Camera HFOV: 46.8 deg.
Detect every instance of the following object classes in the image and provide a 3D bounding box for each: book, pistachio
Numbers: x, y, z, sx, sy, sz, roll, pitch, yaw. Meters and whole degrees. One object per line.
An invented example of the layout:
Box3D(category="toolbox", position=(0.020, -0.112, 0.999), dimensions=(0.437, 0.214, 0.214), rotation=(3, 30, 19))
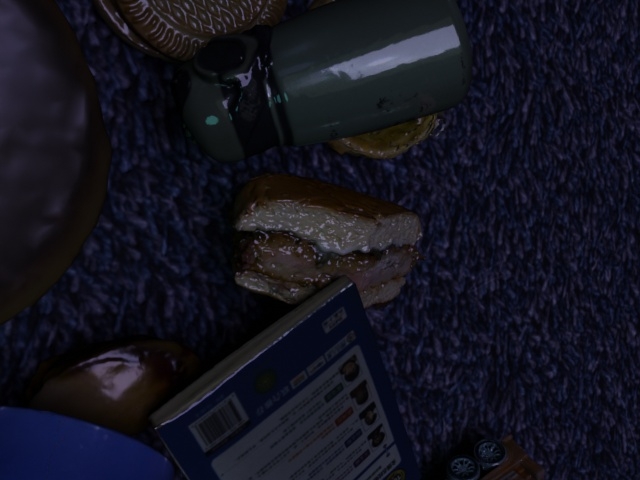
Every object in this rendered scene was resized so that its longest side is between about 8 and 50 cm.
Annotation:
Box3D(category="book", position=(-0.017, 0.284, 0.990), dimensions=(0.300, 0.039, 0.427), rotation=(-35, 129, -21))
Box3D(category="pistachio", position=(-0.246, 0.175, 0.886), dimensions=(0.210, 0.130, 0.165), rotation=(-15, 144, -10))

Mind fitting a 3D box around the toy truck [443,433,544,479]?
Box3D(category="toy truck", position=(0.215, 0.453, 1.107), dimensions=(0.338, 0.184, 0.132), rotation=(-27, 127, -24))

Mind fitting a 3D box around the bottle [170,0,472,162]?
Box3D(category="bottle", position=(-0.002, -0.197, 0.892), dimensions=(0.347, 0.168, 0.168), rotation=(-18, 103, -7))

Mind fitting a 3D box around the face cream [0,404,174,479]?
Box3D(category="face cream", position=(-0.297, 0.317, 0.760), dimensions=(0.249, 0.249, 0.225), rotation=(28, 53, -27))

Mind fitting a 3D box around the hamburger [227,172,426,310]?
Box3D(category="hamburger", position=(0.000, 0.000, 0.991), dimensions=(0.282, 0.245, 0.155), rotation=(-28, 143, -65))

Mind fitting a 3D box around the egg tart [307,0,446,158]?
Box3D(category="egg tart", position=(0.098, -0.244, 1.054), dimensions=(0.291, 0.107, 0.290), rotation=(-3, 96, -28))

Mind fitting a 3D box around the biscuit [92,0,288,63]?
Box3D(category="biscuit", position=(-0.162, -0.340, 0.919), dimensions=(0.259, 0.079, 0.259), rotation=(-3, 97, -29))

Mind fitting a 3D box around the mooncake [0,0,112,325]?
Box3D(category="mooncake", position=(-0.419, -0.089, 0.701), dimensions=(0.394, 0.246, 0.393), rotation=(-30, 113, -23))

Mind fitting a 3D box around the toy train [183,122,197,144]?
Box3D(category="toy train", position=(-0.140, -0.155, 0.972), dimensions=(0.083, 0.033, 0.053), rotation=(-7, 92, -28))
